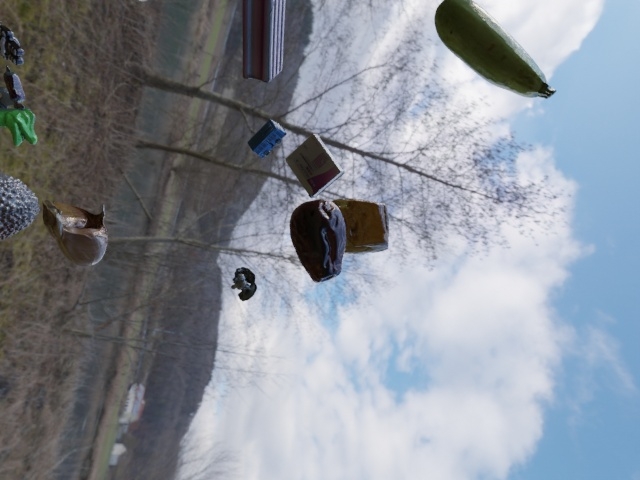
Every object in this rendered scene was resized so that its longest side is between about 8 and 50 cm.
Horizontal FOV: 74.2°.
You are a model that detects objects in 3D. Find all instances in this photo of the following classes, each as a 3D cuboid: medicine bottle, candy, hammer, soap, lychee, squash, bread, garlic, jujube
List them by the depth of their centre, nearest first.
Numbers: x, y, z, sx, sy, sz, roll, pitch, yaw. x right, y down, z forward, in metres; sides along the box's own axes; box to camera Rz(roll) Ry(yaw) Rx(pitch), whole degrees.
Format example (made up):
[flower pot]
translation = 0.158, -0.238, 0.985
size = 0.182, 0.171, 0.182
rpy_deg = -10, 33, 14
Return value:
[garlic]
translation = -0.508, -0.026, 0.874
size = 0.174, 0.099, 0.124
rpy_deg = 36, -55, 31
[soap]
translation = -0.117, -0.448, 0.881
size = 0.122, 0.065, 0.203
rpy_deg = -73, 172, -55
[lychee]
translation = -0.766, -0.080, 0.978
size = 0.165, 0.197, 0.166
rpy_deg = 180, -90, -68
[squash]
translation = 0.417, -0.460, 1.036
size = 0.371, 0.118, 0.118
rpy_deg = 52, -44, 16
[jujube]
translation = 0.000, 0.000, 1.208
size = 0.168, 0.167, 0.237
rpy_deg = -30, -111, 62
[candy]
translation = -1.088, -0.542, 1.506
size = 0.045, 0.043, 0.175
rpy_deg = -17, -90, 23
[bread]
translation = 0.139, -0.053, 1.559
size = 0.099, 0.234, 0.211
rpy_deg = 116, -28, -81
[hammer]
translation = -1.310, -0.519, 1.697
size = 0.226, 0.159, 0.041
rpy_deg = -32, -140, 13
[medicine bottle]
translation = -0.024, -0.300, 1.714
size = 0.171, 0.201, 0.052
rpy_deg = -37, 172, 20

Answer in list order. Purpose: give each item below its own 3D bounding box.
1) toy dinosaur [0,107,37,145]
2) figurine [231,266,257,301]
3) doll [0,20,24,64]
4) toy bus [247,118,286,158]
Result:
[toy dinosaur]
translation = -1.074, -0.510, 1.207
size = 0.143, 0.374, 0.501
rpy_deg = -12, -88, 54
[figurine]
translation = -0.240, 0.131, 1.306
size = 0.094, 0.086, 0.082
rpy_deg = -17, -150, 32
[doll]
translation = -0.905, -0.579, 1.177
size = 0.067, 0.219, 0.091
rpy_deg = -35, 169, -46
[toy bus]
translation = -0.270, -0.517, 2.136
size = 0.184, 0.106, 0.090
rpy_deg = -43, -127, 13
